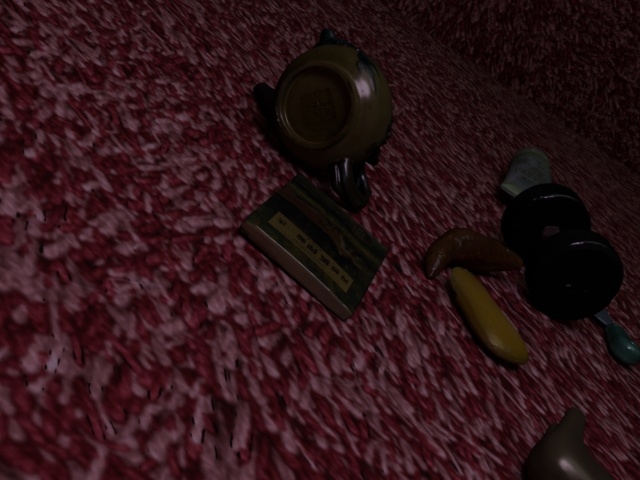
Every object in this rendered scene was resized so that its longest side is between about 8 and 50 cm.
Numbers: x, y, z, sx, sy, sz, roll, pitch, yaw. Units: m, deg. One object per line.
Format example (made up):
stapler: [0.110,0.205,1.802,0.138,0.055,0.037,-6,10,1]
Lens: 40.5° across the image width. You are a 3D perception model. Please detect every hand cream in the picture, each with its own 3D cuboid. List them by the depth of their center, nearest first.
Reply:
hand cream: [0.458,-0.124,1.895,0.147,0.093,0.306,36,24,-2]

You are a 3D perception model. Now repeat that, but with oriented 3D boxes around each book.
book: [0.000,0.000,1.044,0.160,0.024,0.228,41,22,0]

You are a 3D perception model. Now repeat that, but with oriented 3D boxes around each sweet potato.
sweet potato: [0.219,0.019,1.305,0.255,0.058,0.078,1,63,-50]

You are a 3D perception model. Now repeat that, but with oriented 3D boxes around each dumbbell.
dumbbell: [0.403,0.016,1.463,0.153,0.152,0.218,30,24,-20]

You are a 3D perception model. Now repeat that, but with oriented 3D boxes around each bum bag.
bum bag: [-0.028,-0.185,1.349,0.159,0.026,0.109,22,27,-36]

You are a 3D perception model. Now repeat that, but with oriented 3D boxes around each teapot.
teapot: [0.032,-0.175,1.244,0.183,0.173,0.269,-12,87,-66]

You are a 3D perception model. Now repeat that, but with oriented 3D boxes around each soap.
soap: [0.227,0.104,1.180,0.089,0.033,0.168,26,26,-34]

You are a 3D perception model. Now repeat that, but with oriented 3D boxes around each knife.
knife: [0.510,0.147,1.549,0.063,0.034,0.260,28,18,-9]

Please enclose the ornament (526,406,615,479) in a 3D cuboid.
ornament: [0.308,0.299,0.900,0.230,0.061,0.245,47,22,13]
